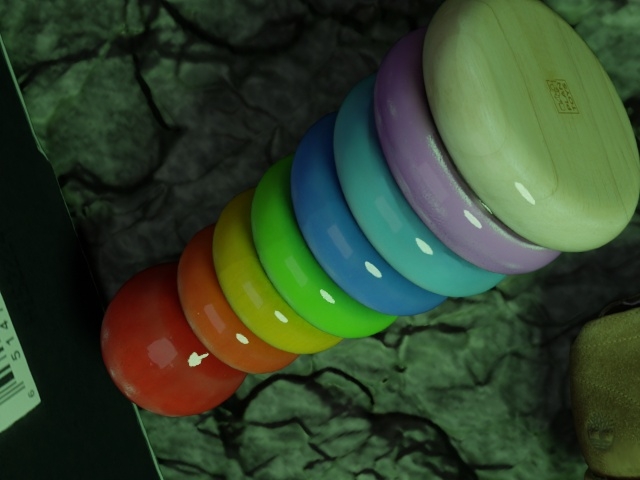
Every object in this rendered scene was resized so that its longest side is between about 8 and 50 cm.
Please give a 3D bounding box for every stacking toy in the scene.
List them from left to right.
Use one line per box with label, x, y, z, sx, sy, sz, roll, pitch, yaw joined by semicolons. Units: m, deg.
stacking toy;0.000;0.000;0.886;0.330;0.141;0.141;-30;95;36

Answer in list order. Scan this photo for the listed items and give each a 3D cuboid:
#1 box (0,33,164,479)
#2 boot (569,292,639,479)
box;-0.402;0.086;1.002;0.471;0.297;0.480;-12;104;30
boot;0.260;0.065;0.802;0.305;0.112;0.115;-11;94;30
